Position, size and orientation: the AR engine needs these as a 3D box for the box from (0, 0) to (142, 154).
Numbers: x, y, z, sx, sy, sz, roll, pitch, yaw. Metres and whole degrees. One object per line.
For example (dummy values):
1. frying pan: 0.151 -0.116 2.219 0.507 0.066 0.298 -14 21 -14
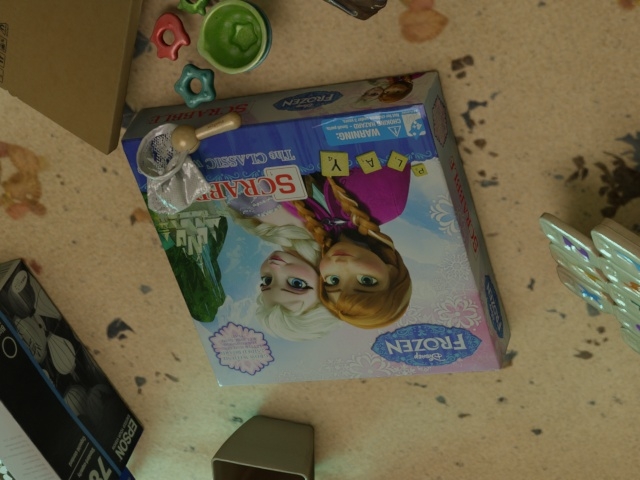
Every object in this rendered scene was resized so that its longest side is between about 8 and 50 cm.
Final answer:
1. box: -0.246 -0.200 1.576 0.164 0.021 0.201 32 132 19

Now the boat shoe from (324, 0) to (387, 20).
1. boat shoe: -0.022 -0.251 1.469 0.183 0.066 0.066 29 131 -5

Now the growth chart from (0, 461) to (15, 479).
1. growth chart: -0.355 0.300 2.025 0.237 0.021 0.172 20 128 2

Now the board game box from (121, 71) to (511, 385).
1. board game box: 0.000 0.000 1.650 0.319 0.066 0.318 -6 123 22

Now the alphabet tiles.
1. alphabet tiles: 0.324 0.075 1.513 0.278 0.021 0.284 36 169 28

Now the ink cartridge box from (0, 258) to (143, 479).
1. ink cartridge box: -0.294 0.199 1.835 0.065 0.165 0.332 -17 120 27

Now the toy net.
1. toy net: -0.130 -0.132 1.548 0.122 0.045 0.232 30 108 13

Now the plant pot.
1. plant pot: -0.054 0.258 1.844 0.109 0.096 0.109 9 129 12
